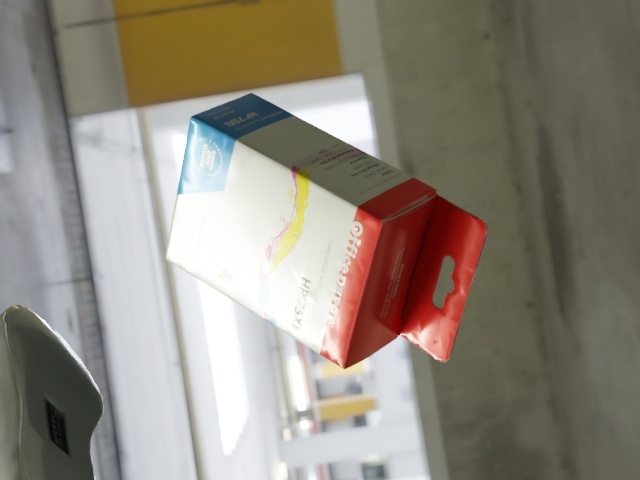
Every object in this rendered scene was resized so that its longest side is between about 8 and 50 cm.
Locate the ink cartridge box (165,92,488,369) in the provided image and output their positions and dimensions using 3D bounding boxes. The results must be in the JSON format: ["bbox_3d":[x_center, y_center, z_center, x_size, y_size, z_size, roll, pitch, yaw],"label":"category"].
[{"bbox_3d":[0.000,0.000,1.143,0.078,0.231,0.134,-27,-42,-48],"label":"ink cartridge box"}]

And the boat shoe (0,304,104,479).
[{"bbox_3d":[-0.159,0.110,0.777,0.080,0.076,0.228,47,-173,-27],"label":"boat shoe"}]
